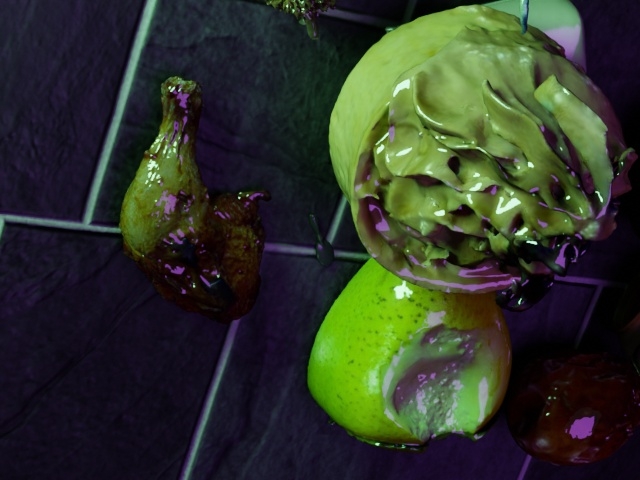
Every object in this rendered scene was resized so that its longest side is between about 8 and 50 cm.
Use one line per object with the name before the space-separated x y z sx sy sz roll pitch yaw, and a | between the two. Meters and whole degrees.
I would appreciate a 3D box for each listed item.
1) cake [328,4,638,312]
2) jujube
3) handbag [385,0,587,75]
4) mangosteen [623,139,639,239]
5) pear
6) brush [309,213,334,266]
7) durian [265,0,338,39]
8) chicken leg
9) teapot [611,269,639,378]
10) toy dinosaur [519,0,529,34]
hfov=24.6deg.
cake | 0.191 -0.063 1.622 0.333 0.321 0.332 -6 121 -11
jujube | 0.373 0.233 2.080 0.236 0.168 0.168 -5 118 -39
handbag | 0.172 -0.168 1.771 0.315 0.109 0.241 -21 124 -17
mangosteen | 0.530 -0.091 1.994 0.261 0.236 0.235 -64 148 -47
pear | 0.142 0.119 1.875 0.292 0.159 0.292 -13 119 -26
brush | 0.000 0.000 1.813 0.024 0.008 0.083 -30 127 -13
durian | -0.003 -0.303 1.590 0.148 0.091 0.188 -15 124 -25
chicken leg | -0.141 -0.029 1.672 0.177 0.083 0.322 -45 132 -15
teapot | 0.518 0.132 2.079 0.183 0.269 0.173 32 134 -7
toy dinosaur | 0.263 -0.340 1.693 0.076 0.363 0.147 -30 93 28
